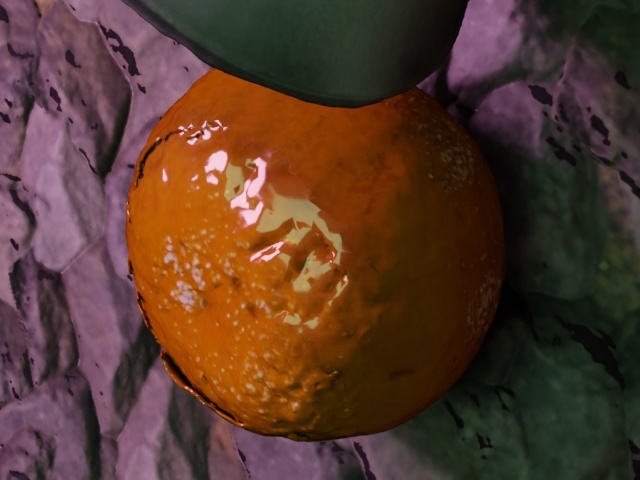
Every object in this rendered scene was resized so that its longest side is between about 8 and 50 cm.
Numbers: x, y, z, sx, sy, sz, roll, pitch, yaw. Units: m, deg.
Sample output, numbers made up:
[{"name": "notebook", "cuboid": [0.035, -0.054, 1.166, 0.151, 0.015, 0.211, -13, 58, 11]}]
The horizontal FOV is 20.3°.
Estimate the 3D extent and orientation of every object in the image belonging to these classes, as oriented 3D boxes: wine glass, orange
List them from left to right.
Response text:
[{"name": "orange", "cuboid": [0.000, 0.000, 0.865, 0.193, 0.161, 0.193, 17, 117, 36]}, {"name": "wine glass", "cuboid": [0.091, -0.258, 0.681, 0.406, 0.267, 0.267, -34, 75, 39]}]
